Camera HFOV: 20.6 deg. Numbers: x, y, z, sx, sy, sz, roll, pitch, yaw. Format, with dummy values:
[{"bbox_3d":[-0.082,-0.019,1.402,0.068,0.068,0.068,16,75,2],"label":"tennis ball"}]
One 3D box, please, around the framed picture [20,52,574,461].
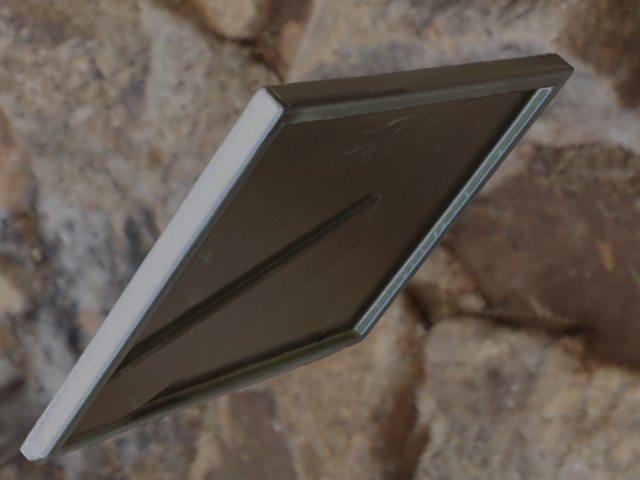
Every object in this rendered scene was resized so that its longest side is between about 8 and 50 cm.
[{"bbox_3d":[0.000,0.000,0.850,0.016,0.289,0.213,45,118,17],"label":"framed picture"}]
